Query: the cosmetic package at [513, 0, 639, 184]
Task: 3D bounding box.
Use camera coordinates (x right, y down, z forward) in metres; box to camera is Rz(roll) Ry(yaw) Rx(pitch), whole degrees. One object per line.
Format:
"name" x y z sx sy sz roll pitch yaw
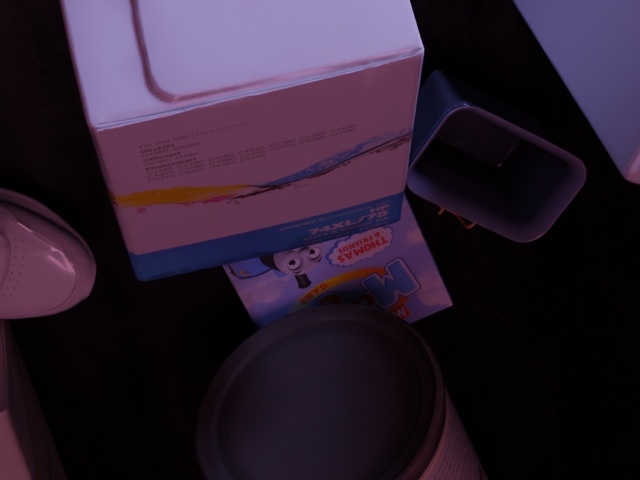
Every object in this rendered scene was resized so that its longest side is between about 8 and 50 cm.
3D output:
"cosmetic package" 0.393 -0.190 1.063 0.394 0.329 0.327 19 118 -22

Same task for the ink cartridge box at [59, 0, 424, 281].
"ink cartridge box" -0.058 -0.124 1.014 0.197 0.198 0.270 -13 161 -5

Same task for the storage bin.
"storage bin" 0.123 -0.068 1.231 0.135 0.091 0.098 24 116 -25

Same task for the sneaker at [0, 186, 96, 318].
"sneaker" -0.315 0.023 1.157 0.305 0.152 0.114 11 120 -21

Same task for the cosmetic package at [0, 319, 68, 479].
"cosmetic package" -0.271 0.219 1.297 0.113 0.160 0.309 -14 127 -4

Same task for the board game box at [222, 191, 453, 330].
"board game box" 0.000 0.000 1.281 0.160 0.039 0.211 -24 126 4

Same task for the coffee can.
"coffee can" 0.039 0.212 1.305 0.201 0.201 0.275 -23 137 4
